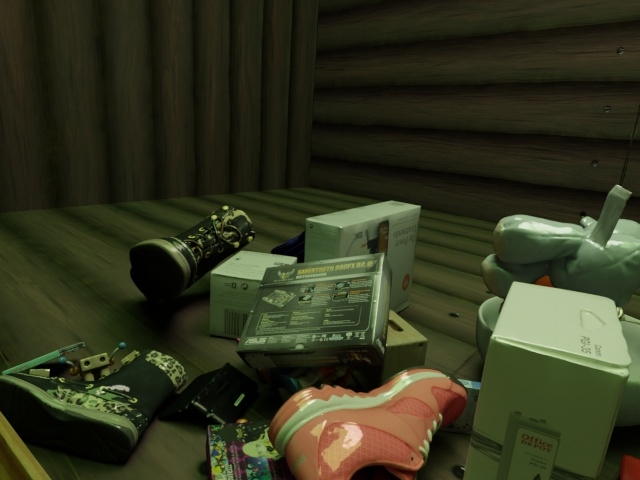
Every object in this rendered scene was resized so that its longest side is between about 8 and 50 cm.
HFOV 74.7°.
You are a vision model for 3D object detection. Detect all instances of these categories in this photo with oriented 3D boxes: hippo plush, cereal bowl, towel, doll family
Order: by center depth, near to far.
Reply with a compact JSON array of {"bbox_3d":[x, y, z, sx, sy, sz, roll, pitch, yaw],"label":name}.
[{"bbox_3d":[0.425,0.023,0.693,0.234,0.294,0.237,38,37,28],"label":"hippo plush"},{"bbox_3d":[0.456,0.224,0.775,0.340,0.141,0.339,4,15,-1],"label":"cereal bowl"},{"bbox_3d":[-0.027,0.216,0.775,0.163,0.118,0.263,-27,25,-30],"label":"doll family"},{"bbox_3d":[0.000,0.000,1.487,0.228,0.076,0.308,-27,-5,41],"label":"towel"}]

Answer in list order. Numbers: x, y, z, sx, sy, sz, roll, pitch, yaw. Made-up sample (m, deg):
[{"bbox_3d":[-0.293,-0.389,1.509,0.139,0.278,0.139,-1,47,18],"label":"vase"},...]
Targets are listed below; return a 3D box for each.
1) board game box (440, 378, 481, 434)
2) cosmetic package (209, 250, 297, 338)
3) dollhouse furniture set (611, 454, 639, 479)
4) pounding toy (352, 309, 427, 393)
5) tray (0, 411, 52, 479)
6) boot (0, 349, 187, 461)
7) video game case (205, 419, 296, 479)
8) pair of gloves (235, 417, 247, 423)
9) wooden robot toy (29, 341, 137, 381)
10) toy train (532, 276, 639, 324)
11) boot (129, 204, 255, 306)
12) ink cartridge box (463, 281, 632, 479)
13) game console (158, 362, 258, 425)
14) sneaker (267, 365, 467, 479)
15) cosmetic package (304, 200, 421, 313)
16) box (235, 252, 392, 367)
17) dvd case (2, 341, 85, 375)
[{"bbox_3d":[0.203,0.262,0.668,0.090,0.090,0.020,6,19,7],"label":"board game box"},{"bbox_3d":[-0.150,0.124,0.976,0.152,0.151,0.183,7,15,8],"label":"cosmetic package"},{"bbox_3d":[0.265,0.305,0.240,0.202,0.152,0.374,14,34,36],"label":"dollhouse furniture set"},{"bbox_3d":[0.116,0.167,0.780,0.094,0.205,0.181,-2,16,-20],"label":"pounding toy"},{"bbox_3d":[-0.399,0.300,0.421,0.411,0.076,0.203,14,19,36],"label":"tray"},{"bbox_3d":[-0.349,0.232,0.656,0.237,0.085,0.178,15,17,10],"label":"boot"},{"bbox_3d":[-0.026,0.307,0.510,0.211,0.041,0.232,5,14,-20],"label":"video game case"},{"bbox_3d":[-0.100,0.294,0.631,0.084,0.010,0.074,3,15,1],"label":"pair of gloves"},{"bbox_3d":[-0.402,0.234,0.726,0.174,0.076,0.079,-8,-16,-37],"label":"wooden robot toy"},{"bbox_3d":[0.506,0.065,0.835,0.248,0.143,0.105,13,18,34],"label":"toy train"},{"bbox_3d":[-0.283,0.017,0.981,0.284,0.138,0.377,-39,2,-32],"label":"boot"},{"bbox_3d":[0.250,0.212,0.493,0.117,0.282,0.207,12,17,28],"label":"ink cartridge box"},{"bbox_3d":[-0.181,0.266,0.699,0.107,0.071,0.122,33,21,5],"label":"game console"},{"bbox_3d":[0.092,0.260,0.542,0.314,0.115,0.136,1,30,-32],"label":"sneaker"},{"bbox_3d":[0.107,0.068,0.997,0.098,0.284,0.377,16,20,34],"label":"cosmetic package"},{"bbox_3d":[-0.005,0.115,0.692,0.231,0.056,0.183,-9,41,22],"label":"box"},{"bbox_3d":[-0.477,0.206,0.732,0.087,0.013,0.119,-21,-3,-12],"label":"dvd case"}]
